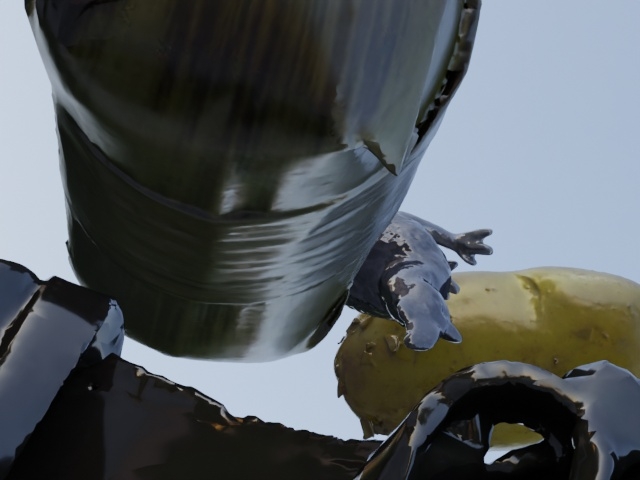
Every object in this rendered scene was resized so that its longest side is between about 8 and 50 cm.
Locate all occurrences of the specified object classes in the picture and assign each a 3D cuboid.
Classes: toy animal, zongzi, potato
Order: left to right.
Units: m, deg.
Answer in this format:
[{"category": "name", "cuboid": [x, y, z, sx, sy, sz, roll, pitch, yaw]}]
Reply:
[{"category": "zongzi", "cuboid": [-0.023, -0.126, 0.603, 0.286, 0.138, 0.300, 109, -15, -69]}, {"category": "toy animal", "cuboid": [0.037, 0.008, 1.313, 0.367, 0.206, 0.081, 31, -69, 48]}, {"category": "potato", "cuboid": [0.162, 0.109, 1.493, 0.140, 0.300, 0.173, -99, -176, -61]}]

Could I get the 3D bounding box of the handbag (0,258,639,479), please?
[{"category": "handbag", "cuboid": [-0.052, 0.127, 0.344, 0.285, 0.257, 0.113, 10, -29, 37]}]
